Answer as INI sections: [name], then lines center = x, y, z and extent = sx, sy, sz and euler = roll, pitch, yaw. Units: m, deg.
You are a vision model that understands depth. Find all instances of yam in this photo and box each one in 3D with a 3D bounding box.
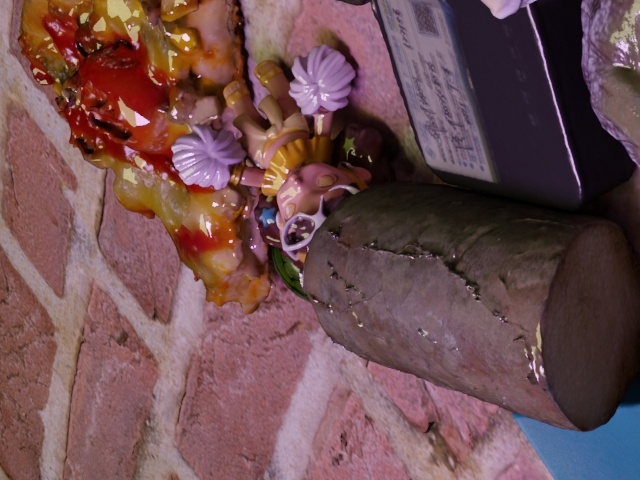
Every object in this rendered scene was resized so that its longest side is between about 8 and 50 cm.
[yam]
center = 0.127, 0.044, 1.486
extent = 0.304, 0.168, 0.168
euler = 14, 129, 55

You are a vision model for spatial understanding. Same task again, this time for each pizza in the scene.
[pizza]
center = -0.157, -0.103, 1.897
extent = 0.440, 0.130, 0.406
euler = -13, 103, 64

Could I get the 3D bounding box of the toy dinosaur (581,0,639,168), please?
[toy dinosaur]
center = 0.220, -0.127, 1.250
extent = 0.162, 0.077, 0.294
euler = 14, 114, 62

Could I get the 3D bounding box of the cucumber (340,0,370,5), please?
[cucumber]
center = -0.040, -0.277, 1.567
extent = 0.245, 0.067, 0.067
euler = 42, 149, 30

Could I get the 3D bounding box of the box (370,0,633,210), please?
[box]
center = 0.103, -0.196, 1.406
extent = 0.211, 0.058, 0.350
euler = 18, 132, 57

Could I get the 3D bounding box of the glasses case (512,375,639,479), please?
[glasses case]
center = 0.270, 0.153, 1.462
extent = 0.117, 0.070, 0.301
euler = 58, 153, -9

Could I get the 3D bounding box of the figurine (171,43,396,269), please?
[figurine]
center = -0.020, -0.068, 1.677
extent = 0.240, 0.175, 0.116
euler = 58, -172, 31

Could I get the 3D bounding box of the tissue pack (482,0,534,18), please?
[tissue pack]
center = 0.075, -0.360, 1.037
extent = 0.405, 0.205, 0.332
euler = 58, 176, 7

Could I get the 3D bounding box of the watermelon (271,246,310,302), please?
[watermelon]
center = 0.001, 0.007, 1.755
extent = 0.109, 0.109, 0.109
euler = 42, 149, 33
